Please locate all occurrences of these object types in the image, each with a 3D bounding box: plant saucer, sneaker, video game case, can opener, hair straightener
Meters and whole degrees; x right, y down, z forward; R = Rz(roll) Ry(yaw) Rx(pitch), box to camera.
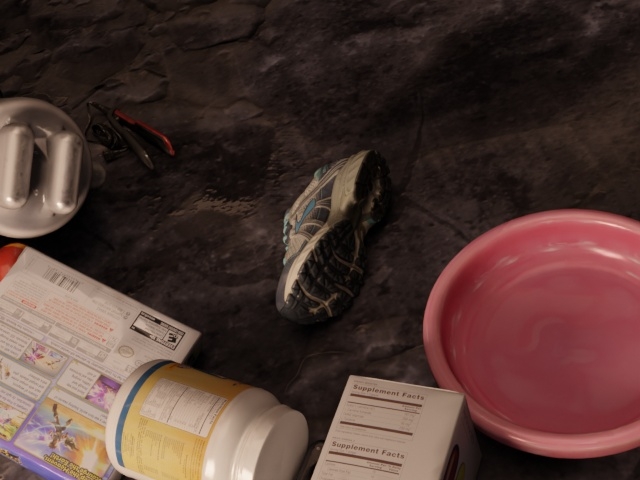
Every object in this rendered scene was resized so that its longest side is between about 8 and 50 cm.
[{"bbox_3d":[0.289,0.111,1.140,0.332,0.084,0.332,-9,49,11],"label":"plant saucer"},{"bbox_3d":[0.000,0.000,1.336,0.122,0.110,0.283,-4,44,38],"label":"sneaker"},{"bbox_3d":[-0.326,0.167,1.244,0.269,0.061,0.244,25,58,10],"label":"video game case"},{"bbox_3d":[-0.018,0.306,1.087,0.059,0.073,0.186,13,65,23],"label":"can opener"},{"bbox_3d":[-0.334,-0.173,1.609,0.089,0.047,0.230,-40,50,-18],"label":"hair straightener"}]

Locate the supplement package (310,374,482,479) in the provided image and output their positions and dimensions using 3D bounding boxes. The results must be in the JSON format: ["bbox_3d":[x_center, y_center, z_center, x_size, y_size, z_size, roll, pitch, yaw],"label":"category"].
[{"bbox_3d":[0.068,0.284,1.021,0.134,0.139,0.244,6,53,24],"label":"supplement package"}]

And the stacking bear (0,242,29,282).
[{"bbox_3d":[-0.522,0.052,1.405,0.289,0.175,0.164,9,80,12],"label":"stacking bear"}]

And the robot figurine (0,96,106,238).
[{"bbox_3d":[-0.471,-0.110,1.460,0.353,0.300,0.199,8,89,52],"label":"robot figurine"}]

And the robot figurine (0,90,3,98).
[{"bbox_3d":[-0.700,-0.236,1.701,0.278,0.173,0.209,-27,17,-6],"label":"robot figurine"}]

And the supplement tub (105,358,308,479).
[{"bbox_3d":[-0.129,0.227,1.130,0.200,0.144,0.144,13,55,26],"label":"supplement tub"}]
